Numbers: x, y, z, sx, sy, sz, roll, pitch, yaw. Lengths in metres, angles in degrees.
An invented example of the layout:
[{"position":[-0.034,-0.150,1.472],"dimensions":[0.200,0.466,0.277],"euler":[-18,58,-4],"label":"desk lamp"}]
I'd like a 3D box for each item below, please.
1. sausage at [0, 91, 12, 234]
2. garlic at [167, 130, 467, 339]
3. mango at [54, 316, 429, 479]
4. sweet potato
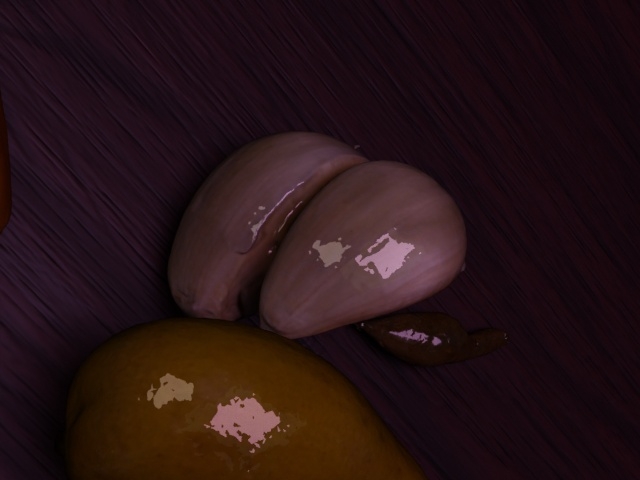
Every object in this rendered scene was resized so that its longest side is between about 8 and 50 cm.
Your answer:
[{"position":[-0.361,-0.110,0.935],"dimensions":[0.098,0.098,0.238],"euler":[-5,85,-33],"label":"sausage"},{"position":[0.000,0.000,1.067],"dimensions":[0.313,0.249,0.286],"euler":[-17,57,-36],"label":"garlic"},{"position":[-0.053,0.232,0.970],"dimensions":[0.445,0.301,0.221],"euler":[26,41,-29],"label":"mango"},{"position":[0.165,0.133,1.253],"dimensions":[0.269,0.074,0.075],"euler":[8,79,-36],"label":"sweet potato"}]
